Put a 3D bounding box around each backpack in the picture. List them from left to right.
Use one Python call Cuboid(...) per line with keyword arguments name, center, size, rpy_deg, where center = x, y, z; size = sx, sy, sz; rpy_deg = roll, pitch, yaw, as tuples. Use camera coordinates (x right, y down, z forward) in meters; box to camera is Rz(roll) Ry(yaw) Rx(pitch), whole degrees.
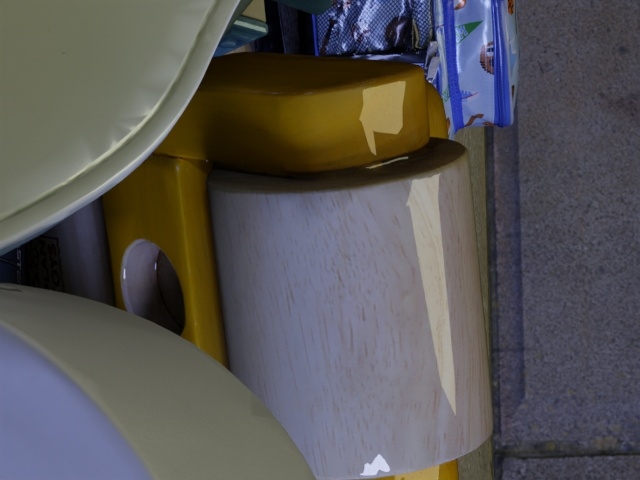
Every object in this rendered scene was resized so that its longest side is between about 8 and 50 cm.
Cuboid(name="backpack", center=(0.060, -0.168, 1.612), size=(0.276, 0.213, 0.263), rpy_deg=(-67, 163, -69))

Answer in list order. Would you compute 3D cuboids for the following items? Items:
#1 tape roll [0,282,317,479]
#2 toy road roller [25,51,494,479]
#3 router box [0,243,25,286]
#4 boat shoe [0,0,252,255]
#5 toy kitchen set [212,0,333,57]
Cuboid(name="tape roll", center=(-0.122, 0.133, 0.594), size=(0.169, 0.246, 0.246), rpy_deg=(21, 67, -76))
Cuboid(name="toy road roller", center=(0.000, 0.000, 0.979), size=(0.241, 0.329, 0.202), rpy_deg=(-15, 106, -34))
Cuboid(name="router box", center=(-0.168, -0.019, 0.892), size=(0.092, 0.038, 0.122), rpy_deg=(34, 54, -75))
Cuboid(name="boat shoe", center=(-0.103, -0.083, 0.841), size=(0.319, 0.116, 0.099), rpy_deg=(-54, 179, -35))
Cuboid(name="toy kitchen set", center=(-0.107, -0.149, 1.150), size=(0.207, 0.166, 0.122), rpy_deg=(14, 69, -39))
